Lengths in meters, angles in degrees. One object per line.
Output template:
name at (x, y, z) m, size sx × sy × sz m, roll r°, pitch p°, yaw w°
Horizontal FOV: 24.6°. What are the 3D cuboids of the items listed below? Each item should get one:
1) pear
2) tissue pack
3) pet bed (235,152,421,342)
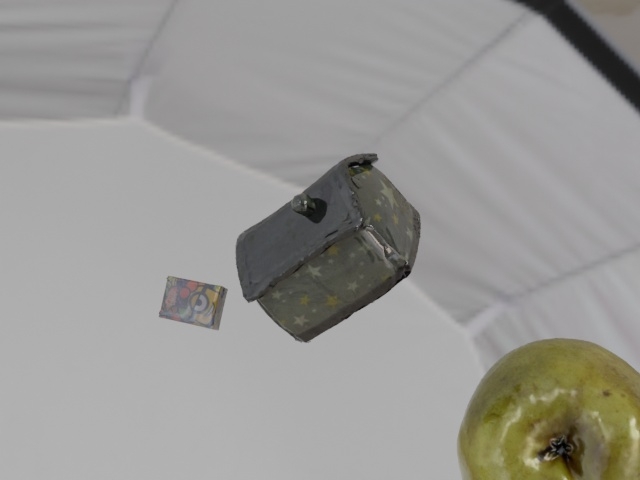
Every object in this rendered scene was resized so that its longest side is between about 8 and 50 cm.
pear at (0.333, 0.280, 2.035) m, size 0.304 × 0.304 × 0.304 m, roll -1°, pitch -21°, yaw 0°
tissue pack at (-0.175, 0.085, 2.027) m, size 0.083 × 0.063 × 0.035 m, roll 12°, pitch -1°, yaw 19°
pet bed at (0.000, 0.000, 1.848) m, size 0.211 × 0.183 × 0.159 m, roll -32°, pitch -66°, yaw 27°
